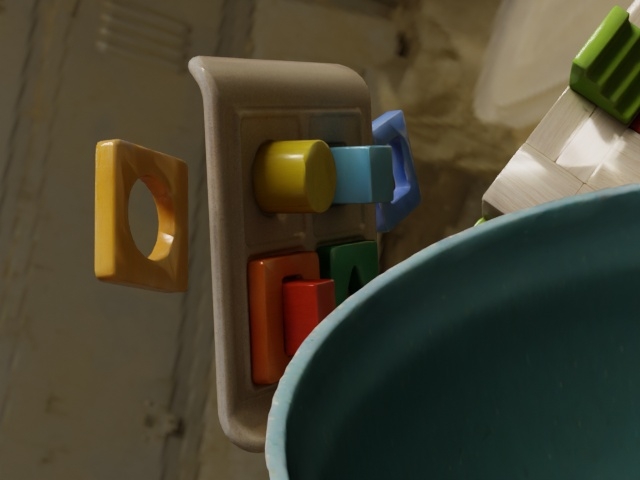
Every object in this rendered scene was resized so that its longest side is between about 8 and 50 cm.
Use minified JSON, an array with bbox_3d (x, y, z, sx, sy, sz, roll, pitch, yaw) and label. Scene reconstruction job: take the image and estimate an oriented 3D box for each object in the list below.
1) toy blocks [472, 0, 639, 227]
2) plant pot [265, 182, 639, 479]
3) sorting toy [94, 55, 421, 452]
[{"bbox_3d":[0.299,-0.054,1.012,0.381,0.261,0.191,-52,-13,-7],"label":"toy blocks"},{"bbox_3d":[0.143,0.124,0.438,0.293,0.293,0.196,-139,37,-59],"label":"plant pot"},{"bbox_3d":[0.000,0.000,0.790,0.047,0.348,0.195,-5,92,27],"label":"sorting toy"}]
